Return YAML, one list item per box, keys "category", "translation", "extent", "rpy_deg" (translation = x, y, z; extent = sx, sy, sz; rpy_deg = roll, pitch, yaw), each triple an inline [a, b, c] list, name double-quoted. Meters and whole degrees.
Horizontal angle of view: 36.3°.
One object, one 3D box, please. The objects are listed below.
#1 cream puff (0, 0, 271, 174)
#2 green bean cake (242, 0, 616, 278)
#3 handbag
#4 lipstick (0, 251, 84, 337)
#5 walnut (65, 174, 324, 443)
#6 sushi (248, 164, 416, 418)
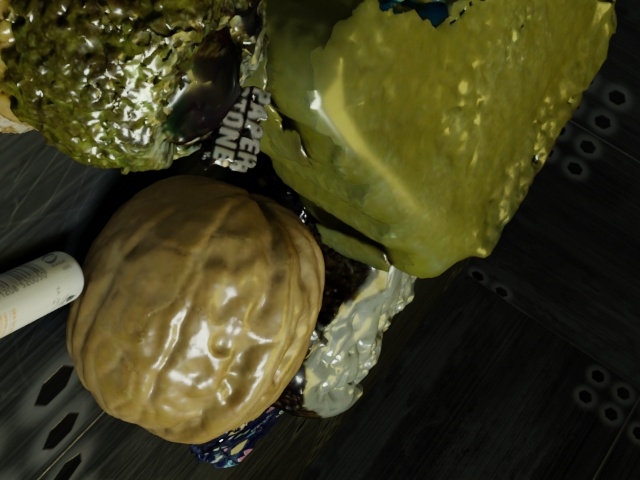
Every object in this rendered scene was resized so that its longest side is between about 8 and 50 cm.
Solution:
- category: "cream puff"
  translation: [-0.094, -0.102, 0.435]
  extent: [0.183, 0.169, 0.183]
  rpy_deg: [-53, 166, -19]
- category: "green bean cake"
  translation: [0.056, -0.164, 0.722]
  extent: [0.310, 0.202, 0.285]
  rpy_deg: [-52, 141, -14]
- category: "handbag"
  translation: [-0.085, 0.189, 1.308]
  extent: [0.260, 0.113, 0.162]
  rpy_deg: [-51, 160, -14]
- category: "lipstick"
  translation: [-0.214, 0.044, 0.648]
  extent: [0.141, 0.040, 0.040]
  rpy_deg: [-35, 156, -59]
- category: "walnut"
  translation: [-0.098, 0.056, 0.766]
  extent: [0.213, 0.213, 0.213]
  rpy_deg: [-51, 166, -18]
- category: "sushi"
  translation: [0.000, 0.000, 0.974]
  extent: [0.348, 0.207, 0.234]
  rpy_deg: [-57, 156, -20]
